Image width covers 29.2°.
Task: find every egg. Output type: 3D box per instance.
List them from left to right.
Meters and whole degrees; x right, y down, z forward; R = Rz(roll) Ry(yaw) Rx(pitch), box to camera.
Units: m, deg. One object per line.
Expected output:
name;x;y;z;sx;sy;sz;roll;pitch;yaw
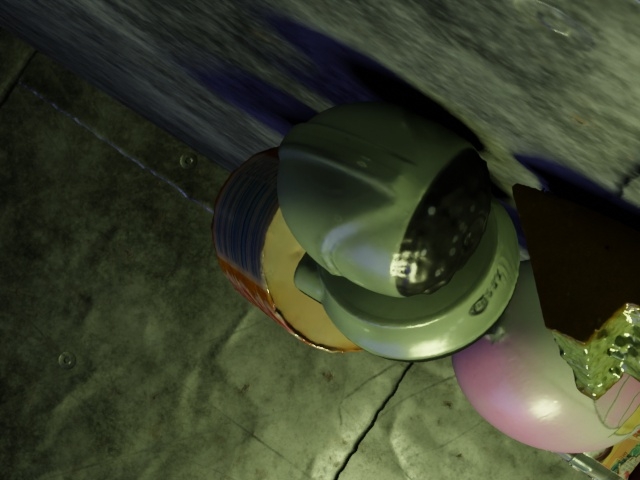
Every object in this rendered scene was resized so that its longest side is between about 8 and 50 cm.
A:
egg;0.254;0.126;1.273;0.271;0.196;0.196;31;179;-31

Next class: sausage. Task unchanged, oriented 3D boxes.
sausage;0.000;0.000;1.516;0.233;0.233;0.287;34;176;-19

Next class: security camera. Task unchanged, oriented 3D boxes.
security camera;0.068;-0.018;1.082;0.191;0.197;0.277;31;168;25

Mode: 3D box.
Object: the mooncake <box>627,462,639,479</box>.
mooncake;0.602;0.371;1.698;0.334;0.174;0.326;18;-176;-6

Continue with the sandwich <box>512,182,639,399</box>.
sandwich;0.234;0.054;0.946;0.236;0.128;0.122;30;168;33

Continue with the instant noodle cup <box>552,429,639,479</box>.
instant noodle cup;0.369;0.219;1.685;0.258;0.181;0.302;32;177;0
